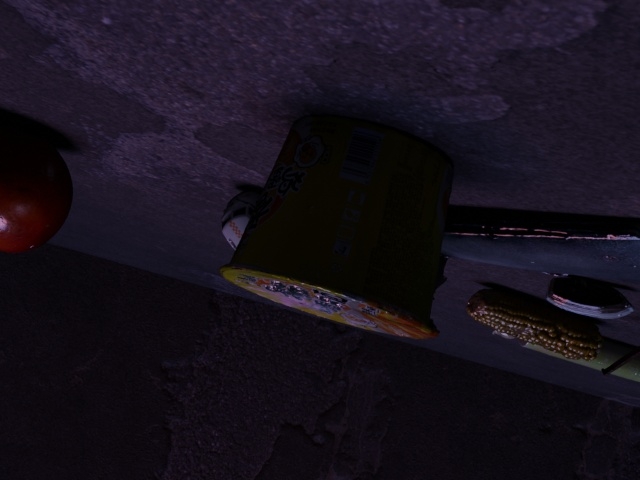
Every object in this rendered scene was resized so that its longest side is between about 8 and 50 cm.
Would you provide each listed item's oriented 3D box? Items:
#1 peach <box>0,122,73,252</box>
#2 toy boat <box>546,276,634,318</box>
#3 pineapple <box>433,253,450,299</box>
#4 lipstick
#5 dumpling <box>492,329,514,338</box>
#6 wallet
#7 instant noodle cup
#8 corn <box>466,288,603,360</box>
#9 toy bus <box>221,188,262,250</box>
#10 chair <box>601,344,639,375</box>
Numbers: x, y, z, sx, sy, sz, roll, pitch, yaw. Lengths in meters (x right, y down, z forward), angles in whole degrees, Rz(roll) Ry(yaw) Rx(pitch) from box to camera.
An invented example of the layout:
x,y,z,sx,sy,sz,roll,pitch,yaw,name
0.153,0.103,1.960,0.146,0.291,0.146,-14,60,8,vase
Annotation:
x,y,z,sx,sy,sz,roll,pitch,yaw,name
-0.526,-0.099,1.478,0.243,0.199,0.243,51,165,20,peach
0.439,0.098,1.445,0.140,0.059,0.066,11,157,17,toy boat
0.094,0.058,1.566,0.278,0.158,0.158,2,167,15,pineapple
0.599,0.246,1.990,0.304,0.076,0.076,18,170,-8,lipstick
0.442,0.204,2.051,0.076,0.052,0.057,16,-178,11,dumpling
0.294,0.008,1.214,0.379,0.046,0.190,6,168,41,wallet
0.031,-0.016,1.042,0.264,0.200,0.264,15,169,3,instant noodle cup
0.436,0.168,1.766,0.320,0.097,0.097,20,169,-21,corn
-0.087,0.011,1.472,0.087,0.089,0.194,-32,105,28,toy bus
0.705,0.222,1.580,0.175,0.183,0.326,24,123,-36,chair
